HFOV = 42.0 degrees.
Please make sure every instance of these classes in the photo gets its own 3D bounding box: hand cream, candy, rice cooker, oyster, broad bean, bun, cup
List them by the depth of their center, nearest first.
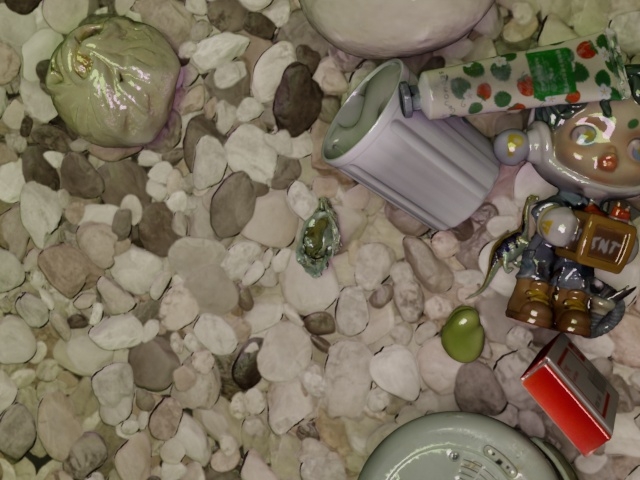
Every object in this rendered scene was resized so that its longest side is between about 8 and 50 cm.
[{"bbox_3d":[0.234,-0.193,1.013,0.276,0.059,0.095,-10,80,-1],"label":"hand cream"},{"bbox_3d":[0.198,0.365,1.086,0.289,0.277,0.288,-7,70,21],"label":"rice cooker"},{"bbox_3d":[0.105,-0.345,1.152,0.296,0.295,0.185,9,124,15],"label":"candy"},{"bbox_3d":[0.136,-0.145,1.153,0.202,0.167,0.221,34,60,-20],"label":"cup"},{"bbox_3d":[0.207,0.137,1.210,0.063,0.045,0.083,2,97,4],"label":"broad bean"},{"bbox_3d":[-0.001,-0.001,1.278,0.100,0.037,0.098,-47,58,30],"label":"oyster"},{"bbox_3d":[-0.338,-0.258,1.319,0.231,0.133,0.230,-1,87,16],"label":"bun"}]

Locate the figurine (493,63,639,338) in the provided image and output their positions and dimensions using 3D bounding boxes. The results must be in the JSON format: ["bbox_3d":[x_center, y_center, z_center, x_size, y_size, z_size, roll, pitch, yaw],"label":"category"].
[{"bbox_3d":[0.346,-0.068,1.097,0.261,0.186,0.381,15,88,-17],"label":"figurine"}]

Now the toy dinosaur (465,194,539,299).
[{"bbox_3d":[0.276,0.021,1.200,0.058,0.037,0.180,36,92,28],"label":"toy dinosaur"}]

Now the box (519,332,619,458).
[{"bbox_3d":[0.327,0.193,1.079,0.050,0.229,0.123,-45,76,17],"label":"box"}]
